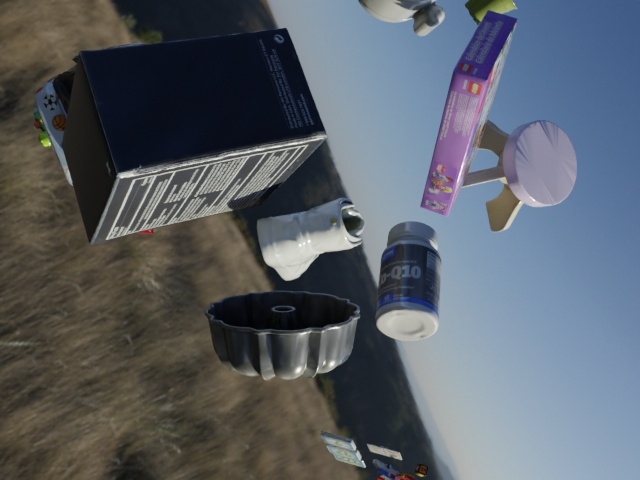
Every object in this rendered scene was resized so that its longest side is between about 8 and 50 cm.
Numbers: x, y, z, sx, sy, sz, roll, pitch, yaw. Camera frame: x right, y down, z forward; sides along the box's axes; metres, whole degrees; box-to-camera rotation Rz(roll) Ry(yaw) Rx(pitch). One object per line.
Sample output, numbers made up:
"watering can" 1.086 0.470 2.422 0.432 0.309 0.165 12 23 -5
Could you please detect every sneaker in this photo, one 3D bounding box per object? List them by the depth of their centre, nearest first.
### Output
"sneaker" 0.000 0.000 1.278 0.292 0.169 0.108 33 44 -83

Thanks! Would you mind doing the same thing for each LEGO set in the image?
"LEGO set" 0.124 0.511 1.639 0.182 0.244 0.060 70 36 -52

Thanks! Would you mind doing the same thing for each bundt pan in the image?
"bundt pan" -0.079 0.202 1.543 0.331 0.330 0.124 -108 -162 -79

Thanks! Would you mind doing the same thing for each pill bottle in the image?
"pill bottle" 0.112 0.048 0.911 0.078 0.078 0.137 64 27 -47

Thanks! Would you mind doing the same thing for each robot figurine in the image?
"robot figurine" 0.183 -0.605 1.620 0.300 0.199 0.353 65 -6 -7

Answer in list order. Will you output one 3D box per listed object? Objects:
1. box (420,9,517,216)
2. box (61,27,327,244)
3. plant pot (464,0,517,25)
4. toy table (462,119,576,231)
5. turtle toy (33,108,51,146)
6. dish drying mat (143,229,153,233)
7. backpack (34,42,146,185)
"box" 0.250 -0.212 1.243 0.293 0.057 0.201 96 19 -47
"box" -0.197 -0.146 1.051 0.296 0.294 0.183 -36 -108 61
"plant pot" 0.329 -0.465 1.427 0.083 0.079 0.083 45 25 -28
"toy table" 0.406 -0.152 1.529 0.274 0.160 0.252 1 82 -45
"turtle toy" -0.755 -0.322 2.018 0.095 0.066 0.130 33 38 -57
"dish drying mat" -0.311 -0.026 1.186 0.008 0.083 0.032 -59 145 -52
"backpack" -0.362 -0.224 1.314 0.263 0.213 0.277 -66 152 -56
